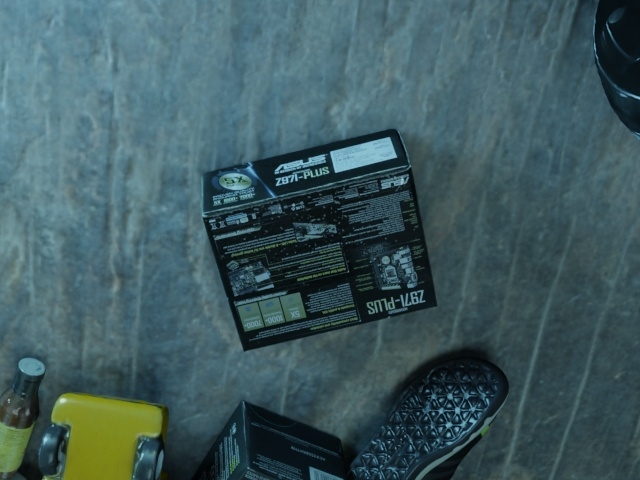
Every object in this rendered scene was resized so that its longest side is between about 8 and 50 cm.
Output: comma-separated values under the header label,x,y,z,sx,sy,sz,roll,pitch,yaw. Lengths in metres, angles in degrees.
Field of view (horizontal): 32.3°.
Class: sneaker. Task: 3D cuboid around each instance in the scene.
label,x,y,z,sx,sy,sz,roll,pitch,yaw
sneaker,0.105,0.208,1.118,0.235,0.084,0.097,-47,148,15

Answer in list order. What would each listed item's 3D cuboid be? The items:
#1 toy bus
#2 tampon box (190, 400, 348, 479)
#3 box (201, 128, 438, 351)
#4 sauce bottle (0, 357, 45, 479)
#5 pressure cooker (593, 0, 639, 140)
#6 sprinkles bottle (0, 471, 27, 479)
label,x,y,z,sx,sy,sz,roll,pitch,yaw
toy bus,-0.213,0.313,1.040,0.108,0.130,0.333,8,84,3
tampon box,-0.062,0.267,1.102,0.120,0.101,0.161,24,115,-19
box,0.000,0.000,0.967,0.180,0.077,0.147,-14,121,2
sauce bottle,-0.291,0.169,1.053,0.042,0.042,0.128,18,118,-16
pressure cooker,0.453,-0.112,0.784,0.420,0.375,0.370,34,108,-22
sprinkles bottle,-0.352,0.398,1.135,0.121,0.121,0.355,3,120,-9
